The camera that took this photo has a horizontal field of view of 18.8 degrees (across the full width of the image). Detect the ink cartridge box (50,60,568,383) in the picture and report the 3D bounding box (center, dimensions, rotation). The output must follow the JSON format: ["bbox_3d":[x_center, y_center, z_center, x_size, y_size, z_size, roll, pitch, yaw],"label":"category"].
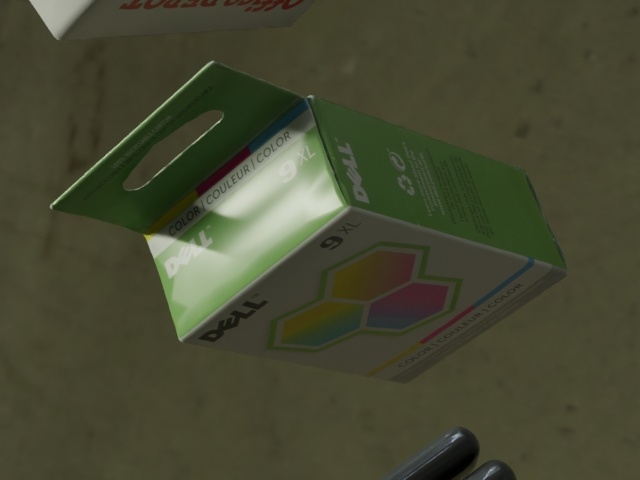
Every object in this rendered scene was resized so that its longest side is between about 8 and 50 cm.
[{"bbox_3d":[0.000,0.000,0.846,0.109,0.209,0.062,-37,56,30],"label":"ink cartridge box"}]

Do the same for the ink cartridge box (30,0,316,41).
[{"bbox_3d":[-0.001,-0.148,0.569,0.191,0.140,0.082,-42,77,28],"label":"ink cartridge box"}]

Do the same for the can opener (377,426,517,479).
[{"bbox_3d":[0.022,0.207,1.306,0.076,0.283,0.095,42,146,25],"label":"can opener"}]
